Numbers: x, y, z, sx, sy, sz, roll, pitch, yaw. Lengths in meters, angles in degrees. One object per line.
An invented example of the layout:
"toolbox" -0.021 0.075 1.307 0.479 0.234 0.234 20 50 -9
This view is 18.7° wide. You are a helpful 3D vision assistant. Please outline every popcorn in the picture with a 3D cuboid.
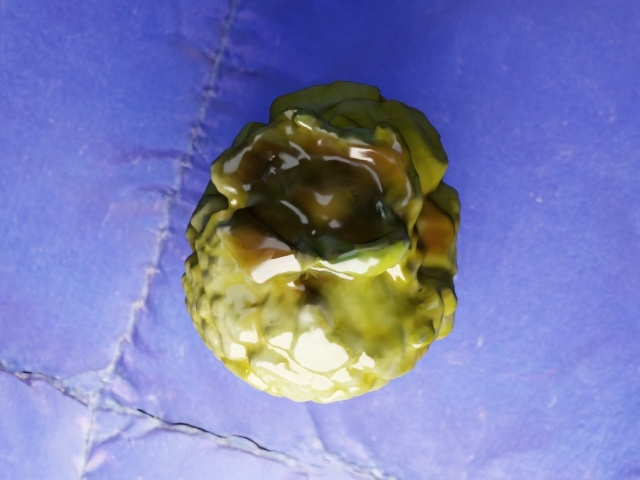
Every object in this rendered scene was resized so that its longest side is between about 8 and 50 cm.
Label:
"popcorn" 0.000 0.000 1.618 0.224 0.270 0.258 10 116 26
